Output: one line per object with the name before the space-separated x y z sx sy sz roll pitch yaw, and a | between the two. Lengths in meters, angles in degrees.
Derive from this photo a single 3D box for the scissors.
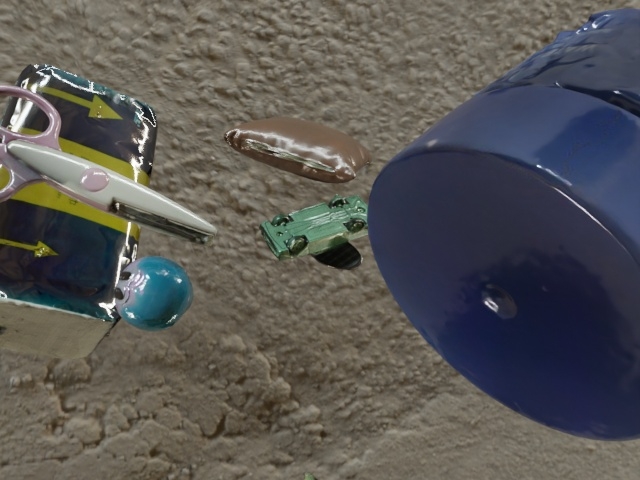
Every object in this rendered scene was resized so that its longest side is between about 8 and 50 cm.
scissors | -0.149 -0.038 0.374 0.176 0.022 0.085 24 64 -5

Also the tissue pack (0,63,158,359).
tissue pack | -0.441 -0.041 0.977 0.254 0.264 0.416 17 59 -30

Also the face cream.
face cream | 0.197 -0.017 0.444 0.225 0.249 0.248 -37 116 -26

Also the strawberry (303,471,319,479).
strawberry | -0.045 0.431 0.614 0.138 0.233 0.306 -8 97 17

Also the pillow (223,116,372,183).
pillow | -0.035 -0.223 1.399 0.308 0.305 0.108 19 110 8

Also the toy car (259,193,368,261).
toy car | 0.002 -0.030 1.616 0.321 0.141 0.097 -18 138 -22

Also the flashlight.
flashlight | -0.114 0.041 0.429 0.051 0.129 0.051 1 82 -5

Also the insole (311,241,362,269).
insole | 0.000 0.000 1.708 0.110 0.309 0.012 -36 140 -18
